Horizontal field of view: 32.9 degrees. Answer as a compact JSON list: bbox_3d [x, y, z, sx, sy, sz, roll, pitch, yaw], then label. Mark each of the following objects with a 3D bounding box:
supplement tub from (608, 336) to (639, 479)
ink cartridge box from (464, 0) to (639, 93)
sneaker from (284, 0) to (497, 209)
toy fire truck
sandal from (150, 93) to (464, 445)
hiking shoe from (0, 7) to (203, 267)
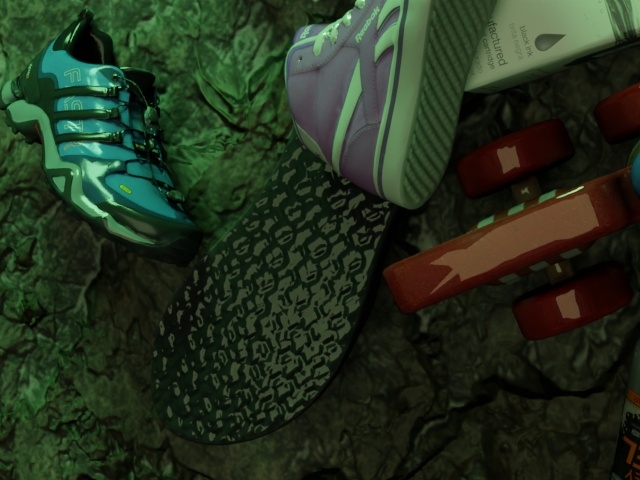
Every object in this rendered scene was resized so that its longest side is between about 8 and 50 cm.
[{"bbox_3d":[0.301,0.178,0.888,0.117,0.117,0.190,11,100,20],"label":"supplement tub"},{"bbox_3d":[0.214,-0.237,0.884,0.237,0.100,0.172,-16,90,23],"label":"ink cartridge box"},{"bbox_3d":[0.045,-0.180,0.865,0.161,0.102,0.282,31,117,32],"label":"sneaker"},{"bbox_3d":[0.217,-0.023,0.824,0.302,0.254,0.169,-22,88,22],"label":"toy fire truck"},{"bbox_3d":[0.003,0.000,1.007,0.167,0.107,0.446,33,94,16],"label":"sandal"},{"bbox_3d":[-0.198,-0.101,1.027,0.132,0.113,0.304,-51,60,12],"label":"hiking shoe"}]
